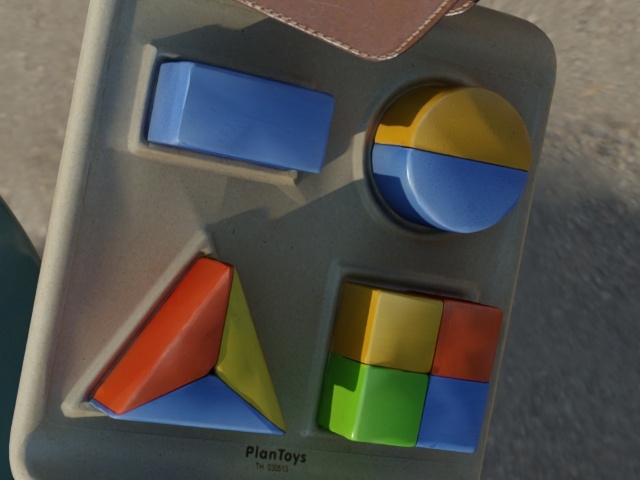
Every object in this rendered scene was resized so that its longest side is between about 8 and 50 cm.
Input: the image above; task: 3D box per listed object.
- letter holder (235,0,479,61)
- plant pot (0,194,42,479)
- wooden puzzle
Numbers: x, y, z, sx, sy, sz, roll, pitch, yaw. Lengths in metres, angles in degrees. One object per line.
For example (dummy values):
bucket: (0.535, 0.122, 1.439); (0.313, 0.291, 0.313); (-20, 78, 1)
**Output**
letter holder: (0.101, -0.234, 0.735); (0.214, 0.152, 0.302); (24, 136, -13)
plant pot: (-0.277, 0.054, 0.949); (0.166, 0.165, 0.234); (20, 135, 25)
wooden puzzle: (0.000, 0.000, 0.864); (0.322, 0.080, 0.348); (10, 87, -28)
